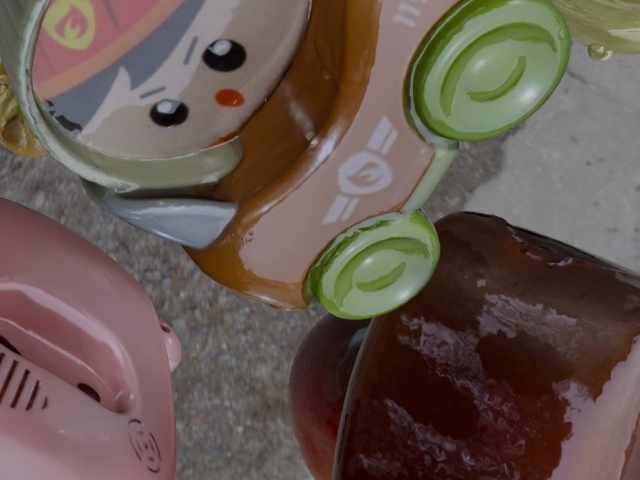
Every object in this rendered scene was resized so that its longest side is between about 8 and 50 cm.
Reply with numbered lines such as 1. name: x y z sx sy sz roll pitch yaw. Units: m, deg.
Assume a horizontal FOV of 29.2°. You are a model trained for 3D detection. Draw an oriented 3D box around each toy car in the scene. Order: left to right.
1. toy car: -0.036 -0.079 0.538 0.235 0.145 0.235 -16 137 -15

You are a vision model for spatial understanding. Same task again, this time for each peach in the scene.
1. peach: 0.122 0.249 1.819 0.335 0.406 0.310 -28 135 4

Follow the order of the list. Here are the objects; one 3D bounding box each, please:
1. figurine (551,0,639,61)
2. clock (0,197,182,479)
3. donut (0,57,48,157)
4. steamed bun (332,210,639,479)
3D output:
1. figurine: 0.371 -0.373 1.685 0.124 0.324 0.222 13 107 -57
2. clock: -0.173 0.090 0.664 0.227 0.241 0.142 35 108 -23
3. donut: -0.391 -0.231 1.704 0.226 0.114 0.227 4 101 23
4. steamed bun: 0.140 0.178 0.953 0.235 0.248 0.379 23 141 26
